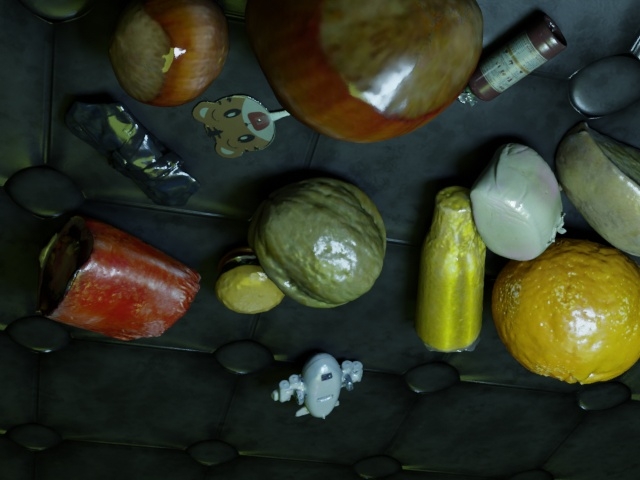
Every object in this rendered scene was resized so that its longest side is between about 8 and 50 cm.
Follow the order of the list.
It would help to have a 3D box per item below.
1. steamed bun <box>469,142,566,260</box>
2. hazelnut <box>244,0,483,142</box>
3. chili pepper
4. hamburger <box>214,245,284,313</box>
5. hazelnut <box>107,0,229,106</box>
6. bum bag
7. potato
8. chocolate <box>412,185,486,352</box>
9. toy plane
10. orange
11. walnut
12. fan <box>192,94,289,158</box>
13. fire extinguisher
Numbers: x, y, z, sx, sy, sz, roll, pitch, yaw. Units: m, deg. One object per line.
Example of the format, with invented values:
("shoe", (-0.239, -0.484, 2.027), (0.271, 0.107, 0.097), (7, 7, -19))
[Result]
("steamed bun", (0.398, -0.067, 1.817), (0.153, 0.170, 0.238), (19, 154, 31))
("hazelnut", (0.061, -0.310, 1.452), (0.366, 0.365, 0.365), (-2, 139, -1))
("chili pepper", (-0.428, 0.108, 1.956), (0.305, 0.229, 0.251), (32, 112, -32))
("hamburger", (-0.153, 0.085, 2.023), (0.162, 0.115, 0.162), (-2, 137, -2))
("hazelnut", (-0.243, -0.314, 1.525), (0.214, 0.176, 0.214), (-22, 160, -8))
("bum bag", (-0.350, -0.164, 1.764), (0.137, 0.074, 0.310), (-17, 137, 30))
("potato", (0.567, -0.071, 1.827), (0.265, 0.189, 0.211), (21, 134, -24))
("chocolate", (0.290, 0.060, 1.987), (0.162, 0.162, 0.445), (-3, 139, 0))
("toy plane", (-0.005, 0.364, 2.356), (0.245, 0.117, 0.244), (-14, 139, -13))
("orange", (0.534, 0.158, 1.981), (0.341, 0.293, 0.340), (10, 161, 3))
("walnut", (0.000, 0.000, 1.855), (0.283, 0.227, 0.282), (-3, 99, -19))
("fan", (-0.115, -0.228, 1.750), (0.227, 0.008, 0.152), (-14, 137, 13))
("fire extinguisher", (0.311, -0.313, 1.639), (0.231, 0.071, 0.099), (-32, 103, 31))
